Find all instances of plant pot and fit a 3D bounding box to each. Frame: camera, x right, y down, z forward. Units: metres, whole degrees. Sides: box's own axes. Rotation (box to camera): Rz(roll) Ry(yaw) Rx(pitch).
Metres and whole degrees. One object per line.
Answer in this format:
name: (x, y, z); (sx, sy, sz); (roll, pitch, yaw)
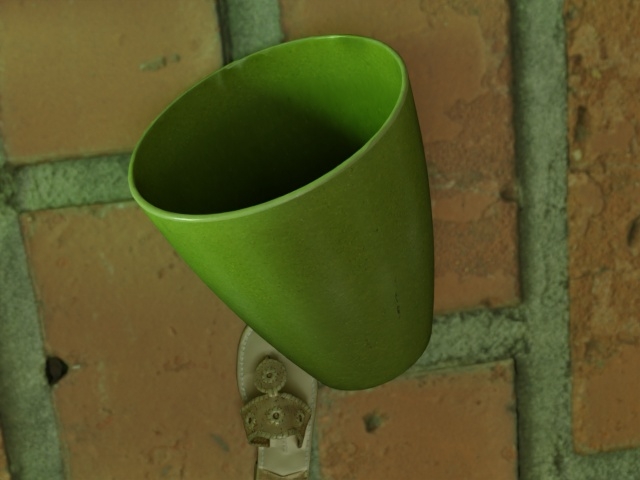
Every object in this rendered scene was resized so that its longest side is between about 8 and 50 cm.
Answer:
plant pot: (0.000, 0.000, 1.232); (0.274, 0.275, 0.293); (-25, 124, 1)

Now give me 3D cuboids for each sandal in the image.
sandal: (-0.041, 0.206, 1.367); (0.088, 0.079, 0.240); (-4, 108, -6)
